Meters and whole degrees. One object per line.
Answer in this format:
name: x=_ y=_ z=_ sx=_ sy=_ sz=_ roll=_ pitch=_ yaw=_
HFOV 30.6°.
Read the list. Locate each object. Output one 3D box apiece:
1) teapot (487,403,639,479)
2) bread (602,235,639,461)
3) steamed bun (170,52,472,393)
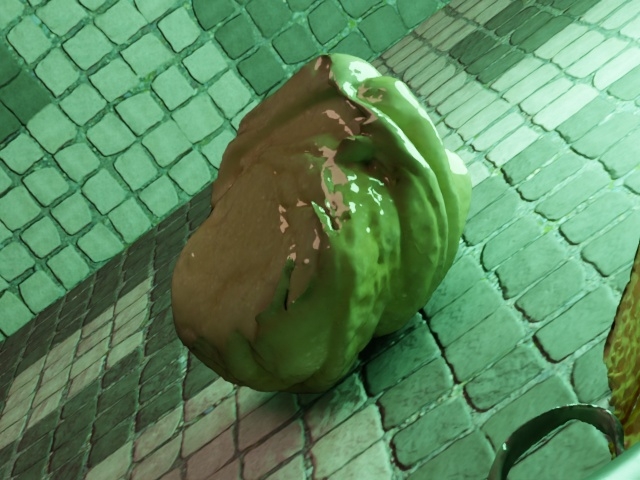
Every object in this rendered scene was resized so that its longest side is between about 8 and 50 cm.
teapot: x=0.193 y=0.168 z=0.635 sx=0.149 sy=0.162 sz=0.239 roll=-35 pitch=42 yaw=-22
bread: x=0.267 y=0.076 z=0.808 sx=0.141 sy=0.178 sz=0.266 roll=-4 pitch=26 yaw=4
steamed bun: x=0.004 y=-0.002 z=1.285 sx=0.324 sy=0.230 sz=0.372 roll=14 pitch=83 yaw=51
